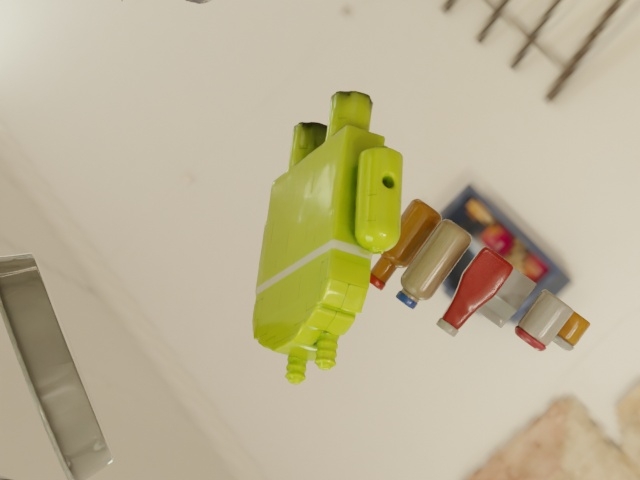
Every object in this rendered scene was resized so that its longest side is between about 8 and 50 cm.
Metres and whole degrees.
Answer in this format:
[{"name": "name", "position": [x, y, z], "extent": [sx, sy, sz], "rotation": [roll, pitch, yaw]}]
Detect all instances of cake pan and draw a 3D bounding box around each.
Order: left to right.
[{"name": "cake pan", "position": [-0.301, 0.139, 1.649], "extent": [0.293, 0.054, 0.293], "rotation": [158, 90, -81]}]

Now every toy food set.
[{"name": "toy food set", "position": [0.165, 0.064, 1.550], "extent": [0.232, 0.104, 0.111], "rotation": [36, -178, -1]}]

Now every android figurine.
[{"name": "android figurine", "position": [0.000, 0.000, 1.405], "extent": [0.056, 0.273, 0.248], "rotation": [16, 154, -24]}]

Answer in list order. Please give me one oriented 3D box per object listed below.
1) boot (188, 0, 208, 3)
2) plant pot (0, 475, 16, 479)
[{"name": "boot", "position": [-0.102, -0.242, 1.336], "extent": [0.190, 0.086, 0.069], "rotation": [-21, -85, -72]}, {"name": "plant pot", "position": [-0.314, 0.297, 1.310], "extent": [0.167, 0.188, 0.187], "rotation": [5, 179, -21]}]
